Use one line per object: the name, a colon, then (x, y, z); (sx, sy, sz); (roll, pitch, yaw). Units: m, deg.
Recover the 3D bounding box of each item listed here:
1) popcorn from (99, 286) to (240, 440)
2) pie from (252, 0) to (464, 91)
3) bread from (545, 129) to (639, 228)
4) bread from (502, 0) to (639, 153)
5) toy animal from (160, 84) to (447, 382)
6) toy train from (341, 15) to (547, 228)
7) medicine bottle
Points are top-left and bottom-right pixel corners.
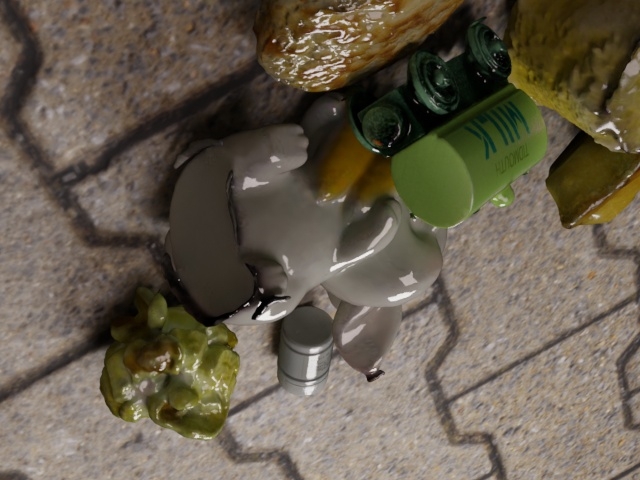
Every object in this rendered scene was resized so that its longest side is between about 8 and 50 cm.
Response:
popcorn: (-0.148, 0.120, 1.621); (0.141, 0.162, 0.135); (-30, -170, 40)
pie: (0.040, -0.198, 1.347); (0.205, 0.084, 0.179); (-26, 168, -15)
bread: (0.302, -0.087, 1.676); (0.161, 0.088, 0.233); (-51, 177, 15)
bread: (0.278, -0.177, 1.523); (0.197, 0.170, 0.197); (-15, 131, -18)
toy animal: (0.005, -0.001, 1.533); (0.310, 0.183, 0.247); (1, 140, -46)
toy train: (0.124, -0.097, 1.459); (0.105, 0.157, 0.253); (-31, -178, 30)
medicine bottle: (-0.016, 0.120, 1.766); (0.058, 0.058, 0.091); (-17, 144, -20)
